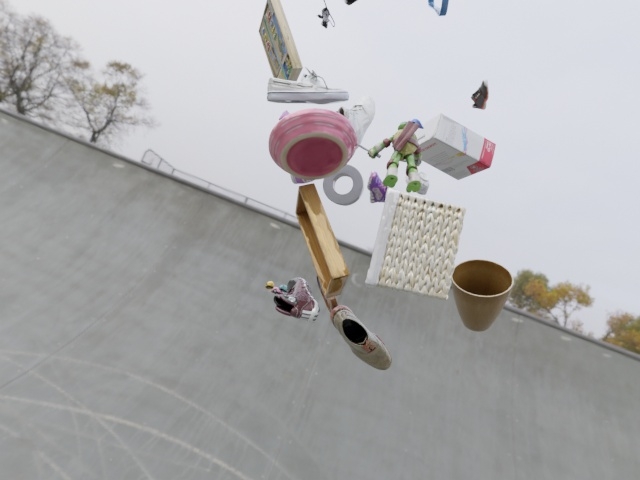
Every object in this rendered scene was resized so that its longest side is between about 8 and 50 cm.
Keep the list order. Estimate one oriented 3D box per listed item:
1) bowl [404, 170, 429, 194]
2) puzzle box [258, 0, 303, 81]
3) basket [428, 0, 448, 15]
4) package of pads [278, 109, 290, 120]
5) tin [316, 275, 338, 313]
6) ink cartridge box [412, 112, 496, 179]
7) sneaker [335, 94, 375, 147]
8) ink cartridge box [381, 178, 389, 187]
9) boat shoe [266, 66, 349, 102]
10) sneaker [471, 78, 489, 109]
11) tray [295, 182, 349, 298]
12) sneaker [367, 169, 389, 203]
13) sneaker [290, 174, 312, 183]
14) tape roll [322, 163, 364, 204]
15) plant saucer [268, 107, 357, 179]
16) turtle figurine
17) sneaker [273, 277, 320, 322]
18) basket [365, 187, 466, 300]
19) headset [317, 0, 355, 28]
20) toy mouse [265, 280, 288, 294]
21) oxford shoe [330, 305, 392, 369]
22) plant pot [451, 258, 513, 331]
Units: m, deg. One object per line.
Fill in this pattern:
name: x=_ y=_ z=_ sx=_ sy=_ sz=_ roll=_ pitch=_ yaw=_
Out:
bowl: x=0.599 y=-0.363 z=2.636 sx=0.170 sy=0.170 sz=0.080 roll=23 pitch=-48 yaw=-18
puzzle box: x=-0.206 y=-0.956 z=2.178 sx=0.052 sy=0.409 sz=0.272 roll=-15 pitch=-9 yaw=-21
basket: x=0.429 y=-0.967 z=1.541 sx=0.201 sy=0.289 sz=0.255 roll=-3 pitch=36 yaw=2
package of pads: x=-0.123 y=-0.465 z=1.722 sx=0.032 sy=0.050 sz=0.083 roll=-21 pitch=-55 yaw=42
tin: x=0.032 y=0.240 z=1.985 sx=0.040 sy=0.190 sz=0.106 roll=-20 pitch=-24 yaw=-10
ink cartridge box: x=0.575 y=-0.407 z=1.937 sx=0.306 sy=0.131 sz=0.226 roll=25 pitch=-14 yaw=-17
sneaker: x=0.152 y=-0.572 z=1.978 sx=0.108 sy=0.293 sz=0.169 roll=8 pitch=-20 yaw=35
ink cartridge box: x=0.322 y=-0.290 z=2.283 sx=0.048 sy=0.028 sz=0.083 roll=-23 pitch=-46 yaw=36
boat shoe: x=-0.054 y=-0.691 z=1.940 sx=0.366 sy=0.157 sz=0.136 roll=2 pitch=9 yaw=4
sneaker: x=0.651 y=-0.592 z=1.792 sx=0.064 sy=0.061 sz=0.158 roll=1 pitch=-27 yaw=14
tray: x=0.000 y=0.000 z=1.728 sx=0.076 sy=0.411 sz=0.203 roll=-13 pitch=-25 yaw=-14
sneaker: x=0.295 y=-0.261 z=2.175 sx=0.104 sy=0.095 sz=0.236 roll=15 pitch=-22 yaw=21
sneaker: x=-0.091 y=-0.433 z=2.241 sx=0.161 sy=0.282 sz=0.102 roll=0 pitch=26 yaw=36
tape roll: x=0.126 y=-0.299 z=2.365 sx=0.219 sy=0.219 sz=0.072 roll=20 pitch=2 yaw=13
plant saucer: x=-0.026 y=-0.335 z=1.617 sx=0.332 sy=0.084 sz=0.332 roll=-4 pitch=-33 yaw=-3
turtle figurine: x=0.283 y=-0.291 z=1.626 sx=0.274 sy=0.266 sz=0.197 roll=-23 pitch=-42 yaw=37
sneaker: x=-0.121 y=0.219 z=1.744 sx=0.162 sy=0.106 sz=0.281 roll=13 pitch=15 yaw=-27
basket: x=0.316 y=0.025 z=1.515 sx=0.266 sy=0.331 sz=0.328 roll=12 pitch=-6 yaw=8
headset: x=0.071 y=-1.076 z=1.807 sx=0.243 sy=0.185 sz=0.394 roll=12 pitch=-37 yaw=-10
toy mouse: x=-0.199 y=0.234 z=2.119 sx=0.143 sy=0.031 sz=0.161 roll=21 pitch=-26 yaw=-13
oxford shoe: x=0.170 y=0.414 z=1.749 sx=0.348 sy=0.123 sz=0.130 roll=45 pitch=0 yaw=-15
plant pot: x=0.662 y=0.248 z=1.820 sx=0.237 sy=0.237 sz=0.254 roll=17 pitch=-48 yaw=34
